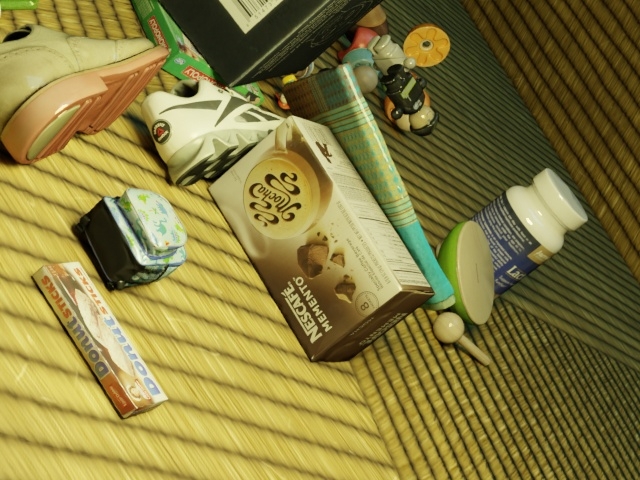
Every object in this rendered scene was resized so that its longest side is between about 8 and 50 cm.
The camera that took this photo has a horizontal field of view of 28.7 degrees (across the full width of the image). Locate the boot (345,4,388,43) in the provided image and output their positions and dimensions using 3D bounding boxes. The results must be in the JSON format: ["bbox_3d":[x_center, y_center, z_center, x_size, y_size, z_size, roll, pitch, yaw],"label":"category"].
[{"bbox_3d":[0.060,-0.478,2.791,0.248,0.090,0.207,25,-33,45],"label":"boot"}]

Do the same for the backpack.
[{"bbox_3d":[-0.203,-0.003,1.423,0.105,0.084,0.114,58,19,14],"label":"backpack"}]

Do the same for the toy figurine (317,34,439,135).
[{"bbox_3d":[0.099,-0.253,2.311,0.148,0.213,0.210,50,14,-33],"label":"toy figurine"}]

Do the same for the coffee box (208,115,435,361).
[{"bbox_3d":[0.000,0.000,1.723,0.297,0.168,0.119,59,22,19],"label":"coffee box"}]

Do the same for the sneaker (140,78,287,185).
[{"bbox_3d":[-0.140,-0.172,1.787,0.146,0.122,0.330,56,20,9],"label":"sneaker"}]

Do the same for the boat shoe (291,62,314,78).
[{"bbox_3d":[-0.080,-0.388,2.368,0.183,0.066,0.066,51,22,2],"label":"boat shoe"}]

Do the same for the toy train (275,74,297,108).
[{"bbox_3d":[-0.041,-0.221,2.202,0.166,0.046,0.125,-104,169,-63],"label":"toy train"}]

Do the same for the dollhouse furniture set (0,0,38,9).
[{"bbox_3d":[-0.498,-0.383,1.490,0.197,0.151,0.301,38,31,28],"label":"dollhouse furniture set"}]

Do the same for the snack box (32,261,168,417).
[{"bbox_3d":[-0.226,0.100,1.284,0.178,0.022,0.064,55,19,12],"label":"snack box"}]

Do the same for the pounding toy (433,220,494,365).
[{"bbox_3d":[0.222,0.085,2.176,0.183,0.110,0.237,41,49,-54],"label":"pounding toy"}]

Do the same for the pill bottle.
[{"bbox_3d":[0.360,-0.008,2.348,0.153,0.264,0.153,42,22,-22],"label":"pill bottle"}]

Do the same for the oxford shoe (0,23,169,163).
[{"bbox_3d":[-0.300,-0.212,1.510,0.146,0.140,0.397,43,18,-1],"label":"oxford shoe"}]

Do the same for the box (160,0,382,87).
[{"bbox_3d":[-0.045,-0.436,2.066,0.212,0.293,0.395,52,19,2],"label":"box"}]

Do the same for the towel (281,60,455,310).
[{"bbox_3d":[0.066,-0.074,1.825,0.370,0.040,0.271,67,-18,-9],"label":"towel"}]

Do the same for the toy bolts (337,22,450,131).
[{"bbox_3d":[0.160,-0.359,2.665,0.228,0.218,0.158,22,37,-20],"label":"toy bolts"}]

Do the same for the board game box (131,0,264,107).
[{"bbox_3d":[-0.224,-0.365,2.054,0.213,0.046,0.317,26,31,-51],"label":"board game box"}]
